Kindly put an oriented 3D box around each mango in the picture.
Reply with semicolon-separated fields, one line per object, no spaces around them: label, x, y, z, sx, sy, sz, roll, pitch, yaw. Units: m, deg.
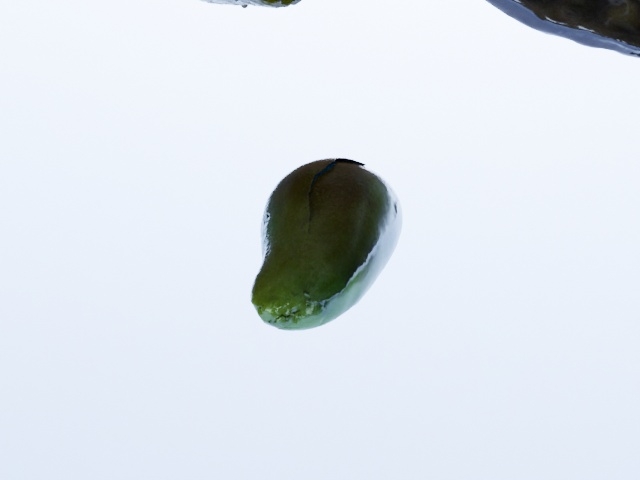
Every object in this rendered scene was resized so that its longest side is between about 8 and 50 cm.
mango;0.000;0.000;1.671;0.125;0.111;0.233;25;-143;15

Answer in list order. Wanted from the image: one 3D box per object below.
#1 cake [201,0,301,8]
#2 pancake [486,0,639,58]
cake;-0.065;-0.346;1.710;0.179;0.261;0.156;19;179;-43
pancake;0.117;-0.199;0.995;0.288;0.033;0.286;5;-135;-31
